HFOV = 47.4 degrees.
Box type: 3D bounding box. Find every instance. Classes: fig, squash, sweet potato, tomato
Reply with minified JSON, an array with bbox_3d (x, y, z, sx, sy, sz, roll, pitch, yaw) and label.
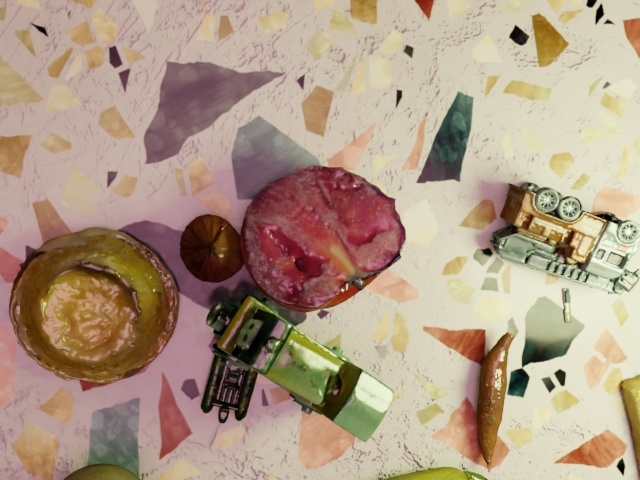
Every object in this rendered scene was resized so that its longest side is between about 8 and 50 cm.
[{"bbox_3d":[-0.216,0.021,1.486,0.146,0.201,0.134,42,81,-12],"label":"fig"},{"bbox_3d":[0.243,0.560,1.641,0.287,0.137,0.137,-20,96,-18],"label":"squash"},{"bbox_3d":[0.388,0.360,1.658,0.072,0.066,0.314,5,93,-40],"label":"sweet potato"},{"bbox_3d":[0.004,-0.001,1.535,0.335,0.176,0.289,-32,77,-5],"label":"tomato"}]

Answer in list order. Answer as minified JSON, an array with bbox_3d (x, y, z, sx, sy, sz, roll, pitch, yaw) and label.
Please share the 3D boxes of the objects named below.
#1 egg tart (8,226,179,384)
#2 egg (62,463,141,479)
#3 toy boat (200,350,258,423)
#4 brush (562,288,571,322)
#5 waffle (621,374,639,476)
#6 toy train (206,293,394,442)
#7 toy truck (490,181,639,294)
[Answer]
[{"bbox_3d":[-0.468,0.141,1.492,0.345,0.132,0.345,-1,95,-7],"label":"egg tart"},{"bbox_3d":[-0.446,0.599,1.476,0.218,0.218,0.295,0,101,-8],"label":"egg"},{"bbox_3d":[-0.189,0.291,1.578,0.104,0.052,0.210,16,91,-7],"label":"toy boat"},{"bbox_3d":[0.579,0.153,1.704,0.016,0.013,0.083,-6,96,-10],"label":"brush"},{"bbox_3d":[0.825,0.445,1.734,0.168,0.057,0.274,-15,96,-7],"label":"waffle"},{"bbox_3d":[-0.045,0.250,1.469,0.397,0.253,0.160,36,80,-21],"label":"toy train"},{"bbox_3d":[0.565,0.001,1.637,0.338,0.133,0.184,21,100,-6],"label":"toy truck"}]
